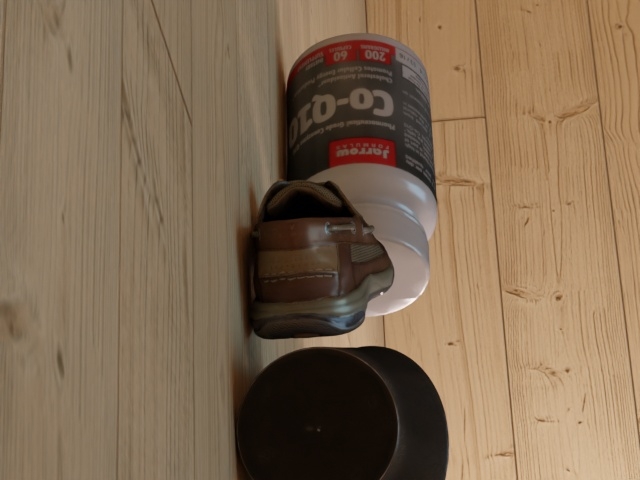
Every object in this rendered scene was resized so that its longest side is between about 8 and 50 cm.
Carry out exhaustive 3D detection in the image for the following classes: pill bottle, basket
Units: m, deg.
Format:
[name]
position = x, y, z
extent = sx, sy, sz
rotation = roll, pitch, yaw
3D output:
[pill bottle]
position = 0.043, -0.071, 2.072
extent = 0.161, 0.161, 0.283
rotation = 80, 6, -50
[basket]
position = 0.016, 0.166, 1.571
extent = 0.227, 0.154, 0.204
rotation = 56, 46, -74

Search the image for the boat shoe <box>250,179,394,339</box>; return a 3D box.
[boat shoe]
position = 0.000, 0.000, 1.728
extent = 0.324, 0.123, 0.116
rotation = -79, 162, -80
